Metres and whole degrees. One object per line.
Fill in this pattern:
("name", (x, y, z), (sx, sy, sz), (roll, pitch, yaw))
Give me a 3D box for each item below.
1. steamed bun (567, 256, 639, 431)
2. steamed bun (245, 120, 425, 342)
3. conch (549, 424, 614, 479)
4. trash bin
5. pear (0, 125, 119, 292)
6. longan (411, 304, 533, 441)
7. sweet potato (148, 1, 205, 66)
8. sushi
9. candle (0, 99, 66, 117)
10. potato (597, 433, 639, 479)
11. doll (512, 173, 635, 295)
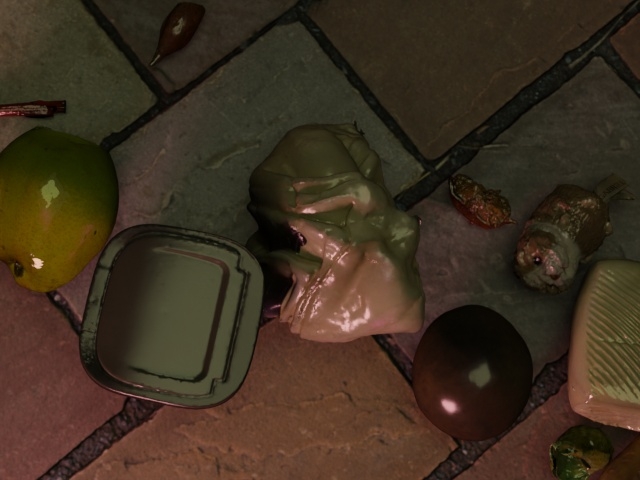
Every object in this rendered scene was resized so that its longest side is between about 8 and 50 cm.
("steamed bun", (0.431, 0.151, 1.823), (0.170, 0.152, 0.238), (10, 65, 4))
("steamed bun", (0.000, 0.000, 1.731), (0.206, 0.275, 0.320), (-12, 42, -14))
("conch", (0.363, 0.305, 1.822), (0.121, 0.074, 0.089), (5, 97, -43))
("trash bin", (-0.194, 0.110, 1.706), (0.219, 0.250, 0.219), (14, 80, -3))
("pear", (-0.371, -0.042, 1.752), (0.187, 0.187, 0.219), (21, 85, -2))
("longan", (0.209, 0.182, 1.788), (0.167, 0.167, 0.187), (1, 59, -6))
("sweet potato", (-0.214, -0.298, 1.873), (0.049, 0.049, 0.117), (34, 79, 0))
("sushi", (0.233, -0.054, 1.874), (0.118, 0.060, 0.061), (21, 74, -3))
("candle", (-0.448, -0.186, 1.844), (0.167, 0.021, 0.026), (-3, 80, -7))
("potato", (0.475, 0.371, 1.791), (0.296, 0.141, 0.191), (-41, 86, -8))
("doll", (0.356, -0.021, 1.852), (0.105, 0.115, 0.221), (44, 76, -23))
